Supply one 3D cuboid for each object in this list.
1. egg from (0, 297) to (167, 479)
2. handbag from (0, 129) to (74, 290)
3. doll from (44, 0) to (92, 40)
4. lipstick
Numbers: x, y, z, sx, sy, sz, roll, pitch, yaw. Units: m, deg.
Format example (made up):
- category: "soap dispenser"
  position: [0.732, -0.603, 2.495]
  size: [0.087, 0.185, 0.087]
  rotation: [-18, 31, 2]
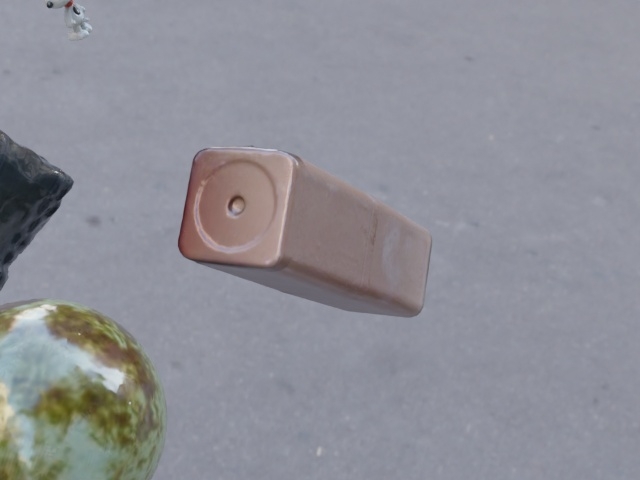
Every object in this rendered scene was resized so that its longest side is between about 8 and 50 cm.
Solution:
- category: "egg"
  position: [-0.266, 0.174, 1.152]
  size: [0.238, 0.238, 0.289]
  rotation: [15, 4, 6]
- category: "handbag"
  position: [-0.220, -0.049, 0.460]
  size: [0.175, 0.088, 0.270]
  rotation: [24, -10, 30]
- category: "doll"
  position: [-0.273, -0.262, 1.295]
  size: [0.040, 0.085, 0.058]
  rotation: [5, 68, 24]
- category: "lipstick"
  position: [0.000, 0.000, 0.474]
  size: [0.045, 0.045, 0.145]
  rotation: [3, -8, 25]
